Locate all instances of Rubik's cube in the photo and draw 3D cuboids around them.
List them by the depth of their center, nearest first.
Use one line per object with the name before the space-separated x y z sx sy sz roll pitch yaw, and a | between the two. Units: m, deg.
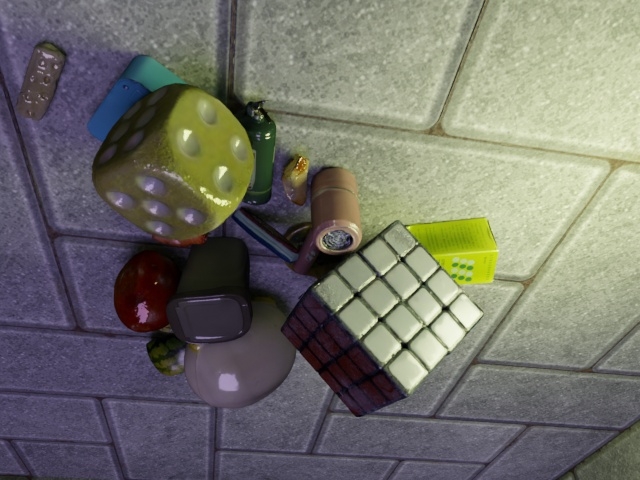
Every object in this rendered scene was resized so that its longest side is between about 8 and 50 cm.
Rubik's cube | 0.148 0.212 1.301 0.343 0.337 0.344 49 151 7

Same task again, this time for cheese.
cheese | -0.615 -0.344 1.075 0.065 0.043 0.194 29 127 -25

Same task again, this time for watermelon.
watermelon | -0.513 0.368 1.710 0.304 0.159 0.128 -20 128 19

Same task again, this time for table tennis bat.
table tennis bat | -0.006 0.068 1.503 0.199 0.050 0.320 -12 130 8

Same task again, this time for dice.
dice | -0.294 -0.159 1.007 0.227 0.238 0.233 -16 138 32

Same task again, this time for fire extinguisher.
fire extinguisher | -0.156 -0.222 1.174 0.093 0.118 0.294 -23 143 -29

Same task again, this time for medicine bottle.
medicine bottle | 0.369 0.039 1.411 0.251 0.141 0.137 -5 137 4

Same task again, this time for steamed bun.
steamed bun | -0.252 0.361 1.574 0.334 0.374 0.333 18 119 36

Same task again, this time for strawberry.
strawberry | -0.388 -0.038 1.362 0.187 0.082 0.146 -16 128 23

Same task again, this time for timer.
timer | -0.392 -0.275 1.147 0.232 0.091 0.250 33 137 -31

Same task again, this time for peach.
peach | -0.505 0.153 1.444 0.200 0.243 0.243 1 135 -11

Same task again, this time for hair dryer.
hair dryer | 0.000 0.000 1.317 0.126 0.210 0.352 12 135 -15

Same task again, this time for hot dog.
hot dog | -0.069 -0.161 1.254 0.078 0.061 0.168 -32 147 -30

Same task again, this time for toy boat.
toy boat | -0.153 -0.019 1.343 0.229 0.080 0.045 38 115 16

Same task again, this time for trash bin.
trash bin | -0.304 0.135 1.413 0.220 0.250 0.219 0 135 -2

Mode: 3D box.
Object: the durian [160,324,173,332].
durian | -0.462 0.229 1.605 0.208 0.102 0.147 -37 154 25
